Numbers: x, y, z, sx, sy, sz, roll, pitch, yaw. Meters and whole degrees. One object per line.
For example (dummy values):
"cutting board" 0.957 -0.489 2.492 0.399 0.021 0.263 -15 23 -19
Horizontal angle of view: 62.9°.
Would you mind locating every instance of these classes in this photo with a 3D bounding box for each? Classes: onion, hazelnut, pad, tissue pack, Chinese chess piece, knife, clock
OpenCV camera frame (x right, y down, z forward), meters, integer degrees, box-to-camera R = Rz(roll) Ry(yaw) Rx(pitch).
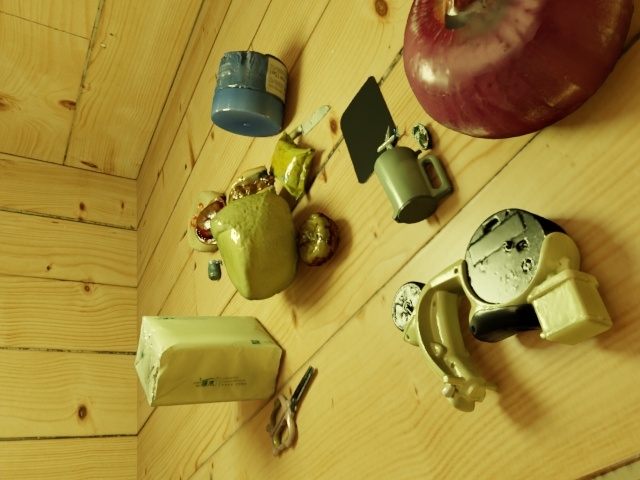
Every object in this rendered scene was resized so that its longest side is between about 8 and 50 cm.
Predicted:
"onion" 0.288 -0.337 0.823 0.357 0.344 0.359 7 106 28
"hazelnut" -0.393 -0.077 2.018 0.170 0.160 0.202 42 132 18
"pad" 0.120 -0.292 1.375 0.181 0.004 0.267 -50 41 41
"tissue pack" -0.349 0.360 1.609 0.297 0.379 0.208 25 107 58
"Chinese chess piece" -0.485 -0.080 2.244 0.273 0.102 0.274 -25 60 55
"knife" -0.052 -0.360 1.678 0.297 0.017 0.047 -27 60 50
"clock" 0.271 0.122 0.889 0.379 0.120 0.277 -50 37 40

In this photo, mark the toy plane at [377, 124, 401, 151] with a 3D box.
"toy plane" 0.165 -0.238 1.255 0.084 0.024 0.078 -50 43 50

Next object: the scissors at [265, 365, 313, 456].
"scissors" -0.082 0.468 1.472 0.318 0.024 0.160 -64 32 27

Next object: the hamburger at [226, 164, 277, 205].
"hamburger" -0.210 -0.101 1.713 0.282 0.245 0.156 -45 44 23

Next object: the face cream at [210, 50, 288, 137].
"face cream" -0.243 -0.504 1.816 0.249 0.248 0.225 -10 70 58

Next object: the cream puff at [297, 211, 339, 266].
"cream puff" 0.000 0.000 1.414 0.149 0.084 0.149 -15 71 54

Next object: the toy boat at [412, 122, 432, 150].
"toy boat" 0.222 -0.226 1.151 0.038 0.038 0.083 -55 37 36

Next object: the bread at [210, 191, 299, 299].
"bread" -0.172 0.015 1.516 0.320 0.237 0.321 158 90 -81

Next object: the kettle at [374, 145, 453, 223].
"kettle" 0.196 -0.120 1.125 0.098 0.126 0.148 86 169 -54

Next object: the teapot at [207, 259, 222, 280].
"teapot" -0.436 0.118 2.152 0.064 0.049 0.083 -53 39 38

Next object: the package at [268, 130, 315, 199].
"package" -0.095 -0.239 1.638 0.226 0.090 0.169 42 119 53
